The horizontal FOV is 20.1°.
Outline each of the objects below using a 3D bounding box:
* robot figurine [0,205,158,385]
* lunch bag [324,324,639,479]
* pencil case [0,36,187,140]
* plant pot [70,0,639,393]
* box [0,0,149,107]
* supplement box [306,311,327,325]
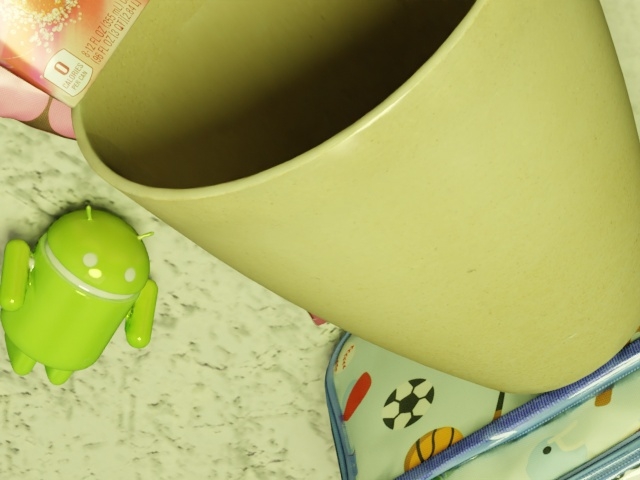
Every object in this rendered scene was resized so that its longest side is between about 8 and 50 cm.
[{"bbox_3d":[-0.145,0.030,1.069,0.101,0.067,0.115,21,117,-30],"label":"robot figurine"},{"bbox_3d":[0.154,0.083,1.036,0.303,0.243,0.115,-32,121,14],"label":"lunch bag"},{"bbox_3d":[-0.182,-0.103,0.971,0.209,0.098,0.095,15,74,-15],"label":"pencil case"},{"bbox_3d":[0.059,-0.047,0.923,0.256,0.256,0.274,-33,130,13],"label":"plant pot"},{"bbox_3d":[-0.106,-0.207,0.848,0.128,0.122,0.257,35,91,-24],"label":"box"},{"bbox_3d":[0.000,0.000,1.058,0.043,0.083,0.055,-25,123,13],"label":"supplement box"}]
